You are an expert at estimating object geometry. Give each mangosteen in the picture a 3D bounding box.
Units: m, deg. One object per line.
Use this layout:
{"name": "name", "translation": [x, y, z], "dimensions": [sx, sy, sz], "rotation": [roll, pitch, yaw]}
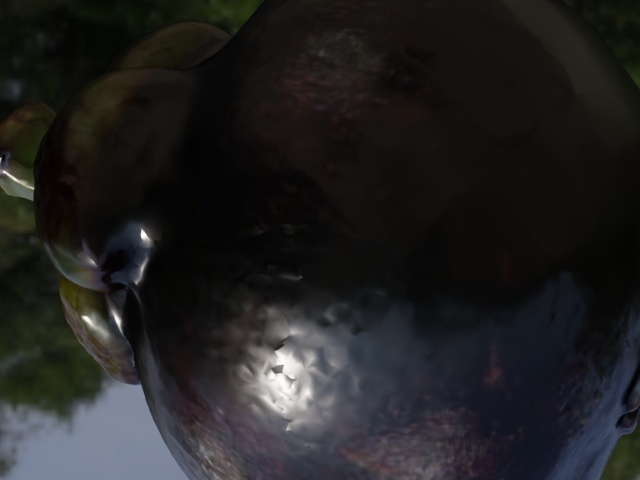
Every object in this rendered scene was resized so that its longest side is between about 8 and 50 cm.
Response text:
{"name": "mangosteen", "translation": [0.000, 0.000, 0.406], "dimensions": [0.151, 0.137, 0.137], "rotation": [15, -162, 9]}
